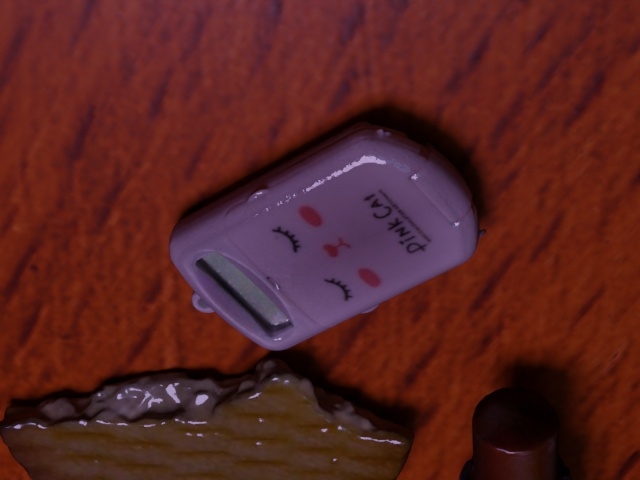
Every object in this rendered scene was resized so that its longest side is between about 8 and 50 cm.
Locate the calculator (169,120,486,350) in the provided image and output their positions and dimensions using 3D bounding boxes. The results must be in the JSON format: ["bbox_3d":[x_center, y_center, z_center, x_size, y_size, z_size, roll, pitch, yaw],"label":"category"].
[{"bbox_3d":[0.000,0.000,0.997,0.175,0.032,0.100,-28,123,28],"label":"calculator"}]

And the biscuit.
[{"bbox_3d":[-0.071,0.120,1.113,0.228,0.031,0.176,19,130,-8],"label":"biscuit"}]

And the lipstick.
[{"bbox_3d":[0.118,0.202,1.129,0.081,0.081,0.300,1,132,6],"label":"lipstick"}]
